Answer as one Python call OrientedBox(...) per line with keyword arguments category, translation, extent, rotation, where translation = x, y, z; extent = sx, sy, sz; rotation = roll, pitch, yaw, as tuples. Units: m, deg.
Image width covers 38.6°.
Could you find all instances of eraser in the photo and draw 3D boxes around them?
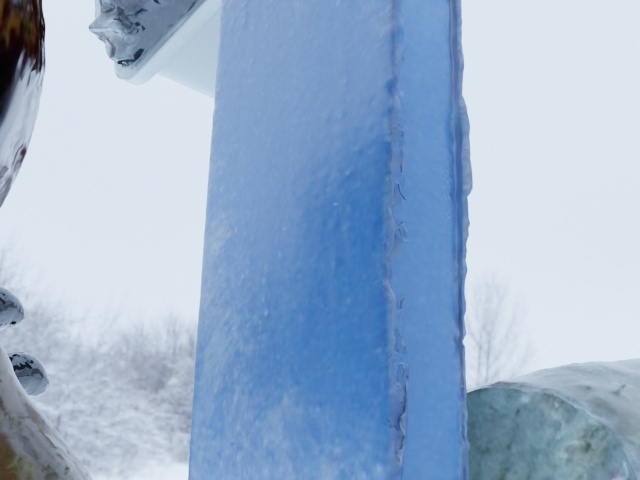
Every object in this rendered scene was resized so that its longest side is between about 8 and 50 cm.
OrientedBox(category="eraser", translation=(0.000, 0.000, 0.401), extent=(0.042, 0.312, 0.144), rotation=(15, -22, -36))

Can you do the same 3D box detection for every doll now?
OrientedBox(category="doll", translation=(-0.426, 0.156, 1.095), extent=(0.143, 0.234, 0.135), rotation=(-8, 19, 26))

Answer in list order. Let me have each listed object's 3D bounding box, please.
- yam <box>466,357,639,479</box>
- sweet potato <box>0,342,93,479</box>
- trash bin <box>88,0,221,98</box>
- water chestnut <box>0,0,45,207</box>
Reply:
OrientedBox(category="yam", translation=(0.179, 0.116, 0.434), extent=(0.330, 0.133, 0.133), rotation=(-1, -6, -36))
OrientedBox(category="sweet potato", translation=(-0.171, 0.129, 0.515), extent=(0.077, 0.244, 0.077), rotation=(-27, -18, -9))
OrientedBox(category="trash bin", translation=(-0.041, -0.272, 0.977), extent=(0.367, 0.296, 0.256), rotation=(25, -53, -39))
OrientedBox(category="water chestnut", translation=(-0.233, -0.052, 0.304), extent=(0.289, 0.244, 0.289), rotation=(-11, -44, -11))
